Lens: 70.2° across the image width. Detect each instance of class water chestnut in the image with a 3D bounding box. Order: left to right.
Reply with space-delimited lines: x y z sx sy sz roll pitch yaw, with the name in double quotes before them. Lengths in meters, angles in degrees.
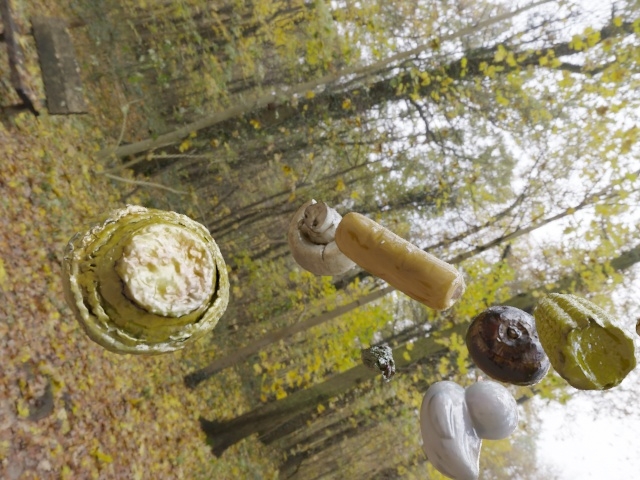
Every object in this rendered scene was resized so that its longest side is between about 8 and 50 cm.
"water chestnut" 0.667 0.386 1.630 0.300 0.300 0.300 160 -90 -79

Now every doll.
"doll" 0.357 0.433 1.072 0.251 0.221 0.221 -65 153 -45

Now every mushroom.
"mushroom" 0.000 0.000 1.315 0.253 0.189 0.195 33 -6 34

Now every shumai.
"shumai" 0.139 0.291 1.055 0.083 0.082 0.080 43 27 -40

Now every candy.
"candy" 0.348 0.123 0.631 0.199 0.094 0.106 -42 118 -74

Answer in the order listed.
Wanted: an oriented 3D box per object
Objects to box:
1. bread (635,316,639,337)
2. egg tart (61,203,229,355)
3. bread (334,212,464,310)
"bread" 0.595 0.144 0.741 0.122 0.073 0.149 36 -7 29
"egg tart" -0.279 0.062 0.790 0.123 0.294 0.294 -20 -89 46
"bread" 0.164 0.050 0.998 0.305 0.091 0.142 32 -13 25
